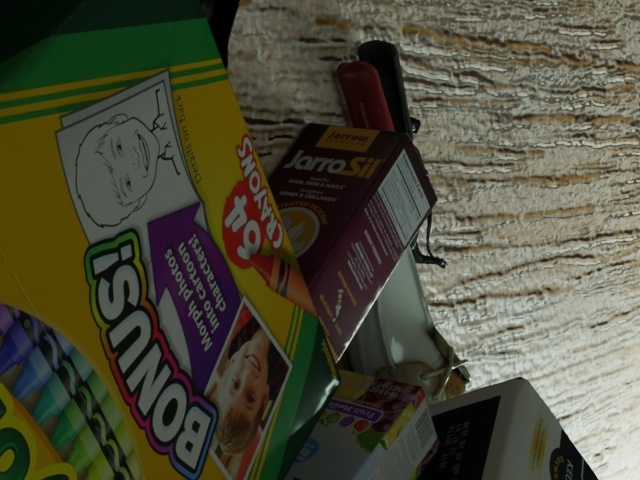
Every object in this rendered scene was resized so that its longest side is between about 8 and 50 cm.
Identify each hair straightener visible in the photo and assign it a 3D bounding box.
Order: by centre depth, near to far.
[{"bbox_3d":[0.080,-0.077,1.260,0.089,0.047,0.230,-51,128,-43],"label":"hair straightener"}]

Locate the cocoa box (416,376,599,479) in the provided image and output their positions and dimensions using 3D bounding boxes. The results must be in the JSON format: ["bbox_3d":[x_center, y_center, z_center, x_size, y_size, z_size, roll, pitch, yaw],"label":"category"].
[{"bbox_3d":[0.097,0.326,1.106,0.228,0.231,0.347,52,35,-24],"label":"cocoa box"}]

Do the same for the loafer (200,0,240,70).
[{"bbox_3d":[-0.074,-0.204,0.998,0.080,0.078,0.220,8,91,-55],"label":"loafer"}]

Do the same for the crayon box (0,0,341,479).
[{"bbox_3d":[-0.137,0.057,0.796,0.313,0.106,0.363,-58,140,-41],"label":"crayon box"}]

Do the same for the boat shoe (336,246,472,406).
[{"bbox_3d":[0.085,0.126,1.271,0.113,0.103,0.302,-39,127,-44],"label":"boat shoe"}]

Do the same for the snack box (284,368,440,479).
[{"bbox_3d":[-0.037,0.182,1.052,0.207,0.174,0.070,-49,133,-37],"label":"snack box"}]

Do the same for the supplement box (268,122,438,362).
[{"bbox_3d":[0.000,0.000,1.124,0.188,0.104,0.081,-57,138,-31],"label":"supplement box"}]
